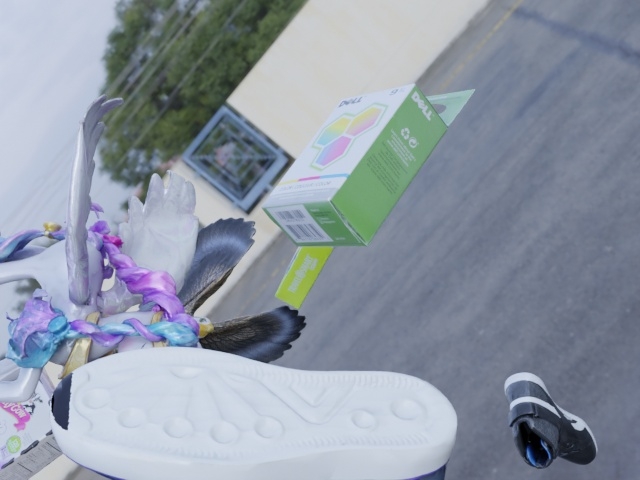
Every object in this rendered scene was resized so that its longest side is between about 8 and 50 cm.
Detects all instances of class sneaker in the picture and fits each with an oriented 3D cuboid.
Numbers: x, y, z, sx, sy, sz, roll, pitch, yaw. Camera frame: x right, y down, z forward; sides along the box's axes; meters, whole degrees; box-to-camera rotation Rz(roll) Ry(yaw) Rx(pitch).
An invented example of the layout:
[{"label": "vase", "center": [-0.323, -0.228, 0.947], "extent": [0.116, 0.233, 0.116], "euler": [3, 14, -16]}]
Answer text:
[{"label": "sneaker", "center": [0.345, 0.307, 1.404], "extent": [0.079, 0.217, 0.121], "euler": [-30, 30, 30]}, {"label": "sneaker", "center": [-0.058, 0.216, 0.766], "extent": [0.130, 0.323, 0.236], "euler": [-103, 22, -52]}]

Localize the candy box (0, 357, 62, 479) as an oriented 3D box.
[{"label": "candy box", "center": [-0.480, 0.284, 1.394], "extent": [0.196, 0.165, 0.070], "euler": [-37, -34, -7]}]

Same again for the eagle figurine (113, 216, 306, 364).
[{"label": "eagle figurine", "center": [-0.201, 0.128, 1.486], "extent": [0.298, 0.225, 0.226], "euler": [-30, -46, -34]}]

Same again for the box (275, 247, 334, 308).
[{"label": "box", "center": [0.000, 0.000, 1.205], "extent": [0.109, 0.042, 0.178], "euler": [-64, 2, -38]}]

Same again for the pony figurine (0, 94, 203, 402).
[{"label": "pony figurine", "center": [-0.290, 0.045, 1.123], "extent": [0.364, 0.303, 0.350], "euler": [-8, 70, 18]}]

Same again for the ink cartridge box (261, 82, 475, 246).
[{"label": "ink cartridge box", "center": [0.046, -0.089, 0.889], "extent": [0.109, 0.062, 0.209], "euler": [-1, 46, 53]}]
